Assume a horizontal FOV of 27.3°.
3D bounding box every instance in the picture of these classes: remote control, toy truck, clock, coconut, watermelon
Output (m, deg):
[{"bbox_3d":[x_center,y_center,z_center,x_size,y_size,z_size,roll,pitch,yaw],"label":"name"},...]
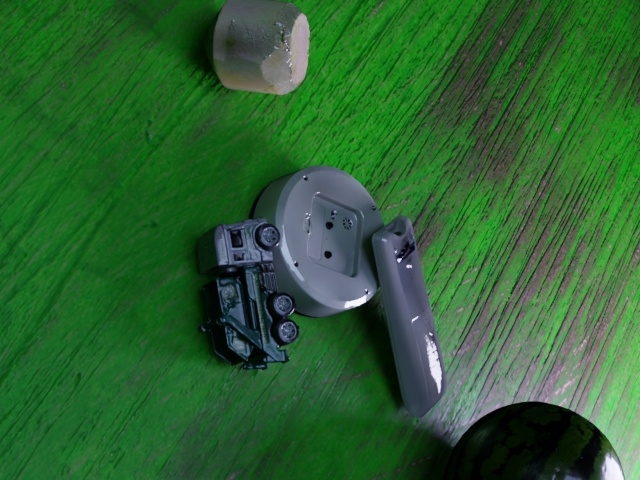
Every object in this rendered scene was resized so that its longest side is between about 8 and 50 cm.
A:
[{"bbox_3d":[0.150,0.121,2.083,0.109,0.055,0.313,-35,118,-54],"label":"remote control"},{"bbox_3d":[-0.115,0.078,1.889,0.116,0.110,0.216,-5,80,-31],"label":"toy truck"},{"bbox_3d":[0.000,0.000,2.031,0.230,0.083,0.230,15,66,-36],"label":"clock"},{"bbox_3d":[-0.102,-0.297,1.996,0.147,0.152,0.147,10,90,-75],"label":"coconut"},{"bbox_3d":[0.335,0.392,2.066,0.285,0.285,0.285,14,67,-38],"label":"watermelon"}]
